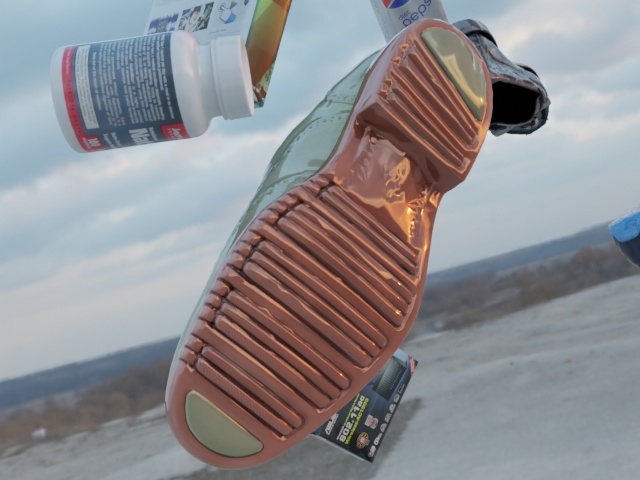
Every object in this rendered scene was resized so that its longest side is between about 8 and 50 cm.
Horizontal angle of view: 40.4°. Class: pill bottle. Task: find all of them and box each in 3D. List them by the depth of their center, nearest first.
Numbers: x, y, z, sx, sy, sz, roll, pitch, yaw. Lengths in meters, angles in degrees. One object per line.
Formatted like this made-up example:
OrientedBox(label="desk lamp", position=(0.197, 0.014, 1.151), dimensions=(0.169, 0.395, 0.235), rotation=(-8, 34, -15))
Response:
OrientedBox(label="pill bottle", position=(-0.161, -0.149, 0.855), dimensions=(0.180, 0.107, 0.108), rotation=(-8, -4, 2))

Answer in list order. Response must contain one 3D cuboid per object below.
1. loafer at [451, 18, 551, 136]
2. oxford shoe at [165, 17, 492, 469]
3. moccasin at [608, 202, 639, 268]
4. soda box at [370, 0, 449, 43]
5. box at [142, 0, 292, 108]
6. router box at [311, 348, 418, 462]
OrientedBox(label="loafer", position=(0.233, -0.181, 1.128), dimensions=(0.109, 0.095, 0.303), rotation=(-38, -28, 19))
OrientedBox(label="oxford shoe", position=(0.000, 0.000, 0.676), dimensions=(0.147, 0.140, 0.397), rotation=(-15, 34, 55))
OrientedBox(label="moccasin", position=(0.587, -0.024, 1.441), dimensions=(0.342, 0.116, 0.138), rotation=(-24, -5, -36))
OrientedBox(label="soda box", position=(0.115, -0.434, 1.391), dimensions=(0.091, 0.286, 0.098), rotation=(-29, 32, -2))
OrientedBox(label="box", position=(-0.130, -0.314, 1.128), dimensions=(0.232, 0.321, 0.058), rotation=(1, -17, 43))
OrientedBox(label="router box", position=(0.040, 0.156, 0.898), dimensions=(0.038, 0.122, 0.092), rotation=(11, -19, 49))
